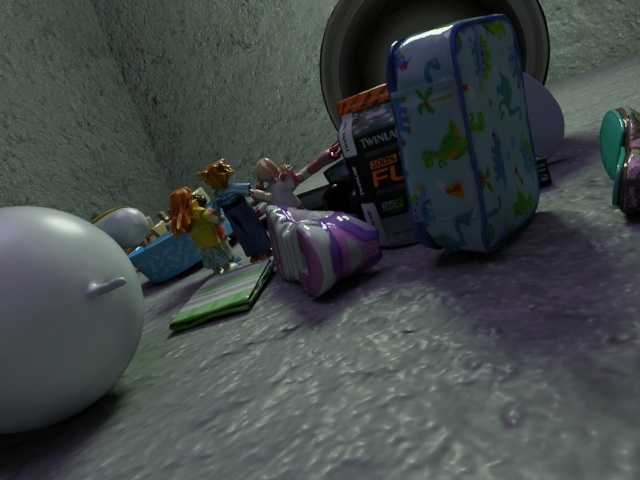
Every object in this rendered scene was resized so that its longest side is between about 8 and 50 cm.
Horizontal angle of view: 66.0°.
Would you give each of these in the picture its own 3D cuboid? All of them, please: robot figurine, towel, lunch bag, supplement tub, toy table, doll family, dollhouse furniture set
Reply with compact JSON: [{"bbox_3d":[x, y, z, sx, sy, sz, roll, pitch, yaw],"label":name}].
[{"bbox_3d":[-0.308,0.072,0.502,0.353,0.200,0.300,-5,39,52],"label":"robot figurine"},{"bbox_3d":[-0.062,-0.132,1.169,0.329,0.037,0.237,-36,8,28],"label":"towel"},{"bbox_3d":[-0.124,0.071,0.655,0.113,0.023,0.152,-20,14,12],"label":"towel"},{"bbox_3d":[0.107,-0.160,1.112,0.151,0.096,0.129,-24,8,35],"label":"lunch bag"},{"bbox_3d":[0.093,-0.098,0.628,0.117,0.190,0.117,-20,12,4],"label":"supplement tub"},{"bbox_3d":[0.154,-0.107,0.503,0.090,0.219,0.176,0,23,43],"label":"lunch bag"},{"bbox_3d":[0.238,-0.210,0.810,0.274,0.252,0.161,25,22,0],"label":"toy table"},{"bbox_3d":[-0.146,-0.036,0.766,0.263,0.163,0.118,-20,14,33],"label":"doll family"},{"bbox_3d":[-0.373,-0.018,1.283,0.262,0.135,0.259,-11,26,36],"label":"dollhouse furniture set"}]

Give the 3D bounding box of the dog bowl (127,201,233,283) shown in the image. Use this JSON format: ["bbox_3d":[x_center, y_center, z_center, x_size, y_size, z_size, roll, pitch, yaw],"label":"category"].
[{"bbox_3d":[-0.268,-0.009,1.029,0.166,0.074,0.297,-22,16,27],"label":"dog bowl"}]

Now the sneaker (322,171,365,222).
[{"bbox_3d":[0.068,-0.090,0.847,0.146,0.102,0.293,-21,12,-3],"label":"sneaker"}]

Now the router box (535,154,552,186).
[{"bbox_3d":[0.258,-0.091,0.696,0.092,0.038,0.122,-17,12,10],"label":"router box"}]

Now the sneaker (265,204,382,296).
[{"bbox_3d":[0.000,0.000,0.613,0.104,0.095,0.236,-17,15,-17],"label":"sneaker"}]

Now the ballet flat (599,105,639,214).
[{"bbox_3d":[0.331,-0.083,0.495,0.079,0.077,0.221,6,27,23],"label":"ballet flat"}]

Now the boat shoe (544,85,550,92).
[{"bbox_3d":[0.422,-0.312,1.243,0.305,0.109,0.091,-23,17,3],"label":"boat shoe"}]

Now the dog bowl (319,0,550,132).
[{"bbox_3d":[0.211,-0.333,0.956,0.408,0.408,0.150,-16,13,21],"label":"dog bowl"}]

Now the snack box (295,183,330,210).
[{"bbox_3d":[-0.020,-0.101,1.193,0.141,0.037,0.100,-18,13,15],"label":"snack box"}]

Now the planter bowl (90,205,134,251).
[{"bbox_3d":[-0.567,0.017,1.353,0.217,0.090,0.217,-47,-7,-7],"label":"planter bowl"}]
